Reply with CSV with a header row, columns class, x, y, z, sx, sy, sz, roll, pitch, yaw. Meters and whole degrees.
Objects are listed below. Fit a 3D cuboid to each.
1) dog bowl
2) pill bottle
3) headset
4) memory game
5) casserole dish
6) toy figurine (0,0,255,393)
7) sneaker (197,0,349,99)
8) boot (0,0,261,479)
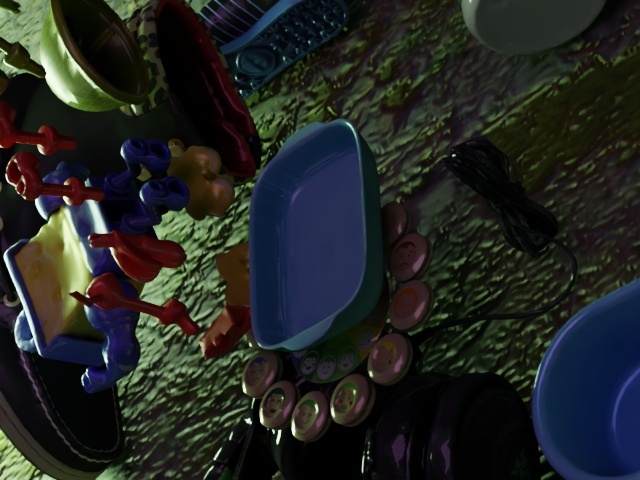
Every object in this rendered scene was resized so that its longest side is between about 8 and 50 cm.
class,x,y,z,sx,sy,sz,roll,pitch,yaw
dog bowl,0.265,0.079,1.149,0.297,0.074,0.166,-30,52,29
pill bottle,0.145,-0.258,1.400,0.117,0.117,0.208,-35,50,26
headset,0.044,0.123,1.255,0.243,0.185,0.394,20,68,47
memory game,0.010,0.054,1.251,0.186,0.012,0.186,-29,46,36
casserole dish,0.000,0.000,1.257,0.114,0.037,0.188,-31,46,33
toy figurine,-0.209,-0.010,1.373,0.217,0.191,0.362,-52,52,34
sneaker,-0.071,-0.193,1.608,0.232,0.081,0.090,-25,49,26
boot,-0.183,-0.008,1.540,0.284,0.138,0.377,-28,68,27
